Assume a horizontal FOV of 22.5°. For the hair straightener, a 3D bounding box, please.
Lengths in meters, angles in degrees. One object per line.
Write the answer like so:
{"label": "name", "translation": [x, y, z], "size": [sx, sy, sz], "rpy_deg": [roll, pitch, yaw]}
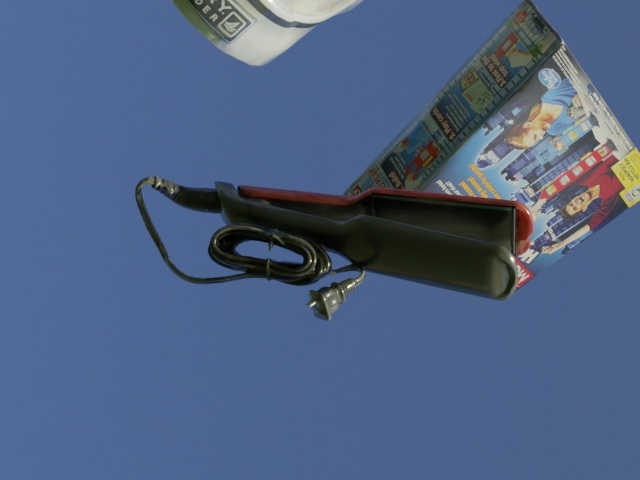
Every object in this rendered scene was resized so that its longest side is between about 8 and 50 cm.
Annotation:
{"label": "hair straightener", "translation": [0.000, 0.000, 0.910], "size": [0.230, 0.089, 0.047], "rpy_deg": [11, -47, 11]}

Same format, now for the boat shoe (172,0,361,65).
{"label": "boat shoe", "translation": [0.023, -0.214, 0.861], "size": [0.156, 0.367, 0.136], "rpy_deg": [-36, -83, 22]}

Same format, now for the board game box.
{"label": "board game box", "translation": [0.126, -0.049, 1.185], "size": [0.194, 0.194, 0.060], "rpy_deg": [-36, -134, 9]}
